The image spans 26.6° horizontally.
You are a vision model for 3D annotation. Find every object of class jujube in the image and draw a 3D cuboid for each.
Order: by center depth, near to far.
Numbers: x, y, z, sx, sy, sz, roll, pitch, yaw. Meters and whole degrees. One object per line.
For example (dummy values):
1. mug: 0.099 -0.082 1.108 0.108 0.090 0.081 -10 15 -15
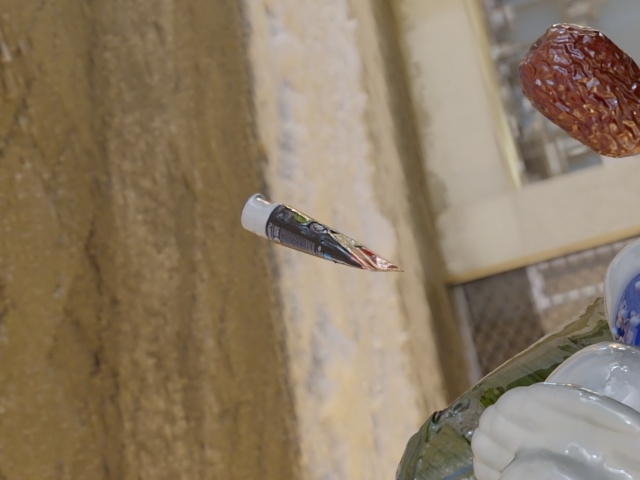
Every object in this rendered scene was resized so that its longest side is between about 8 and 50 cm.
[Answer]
1. jujube: 0.310 -0.169 1.543 0.176 0.109 0.112 37 -13 -9

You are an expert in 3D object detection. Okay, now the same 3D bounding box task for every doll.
1. doll: 0.172 0.076 0.701 0.293 0.119 0.138 -39 147 -45

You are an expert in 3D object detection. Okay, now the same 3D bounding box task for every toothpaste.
1. toothpaste: 0.000 0.000 1.497 0.071 0.193 0.045 3 107 -55

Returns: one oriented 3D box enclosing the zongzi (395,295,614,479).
1. zongzi: 0.258 0.207 1.028 0.360 0.323 0.160 45 -11 45
